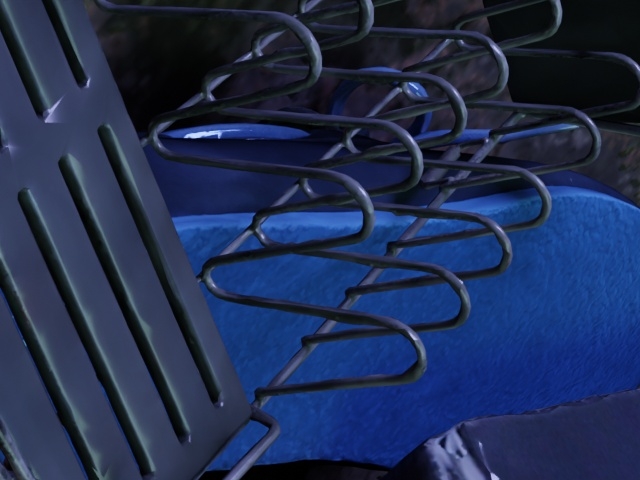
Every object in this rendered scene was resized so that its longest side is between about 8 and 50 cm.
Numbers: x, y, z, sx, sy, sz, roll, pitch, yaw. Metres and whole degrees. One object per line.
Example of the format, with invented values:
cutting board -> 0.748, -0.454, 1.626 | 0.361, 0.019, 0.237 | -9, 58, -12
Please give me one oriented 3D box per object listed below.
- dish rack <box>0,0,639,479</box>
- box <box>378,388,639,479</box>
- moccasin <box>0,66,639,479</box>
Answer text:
dish rack -> 0.001, -0.066, 0.409 | 0.271, 0.074, 0.208 | -46, 123, -43
box -> 0.097, 0.371, 0.642 | 0.297, 0.472, 0.480 | -6, 147, -49
moccasin -> 0.000, 0.000, 0.572 | 0.342, 0.117, 0.137 | 11, 110, -50
